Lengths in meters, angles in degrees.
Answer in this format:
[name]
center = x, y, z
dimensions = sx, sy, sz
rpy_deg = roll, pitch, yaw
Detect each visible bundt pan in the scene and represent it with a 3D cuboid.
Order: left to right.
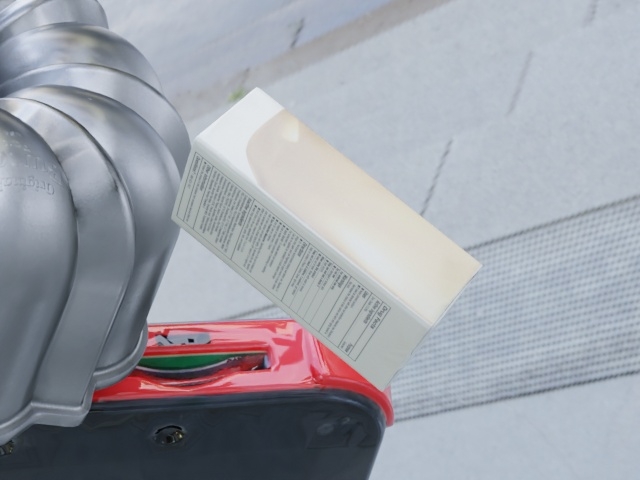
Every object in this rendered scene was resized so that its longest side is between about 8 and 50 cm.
[bundt pan]
center = -0.202, -0.065, 0.528
dimensions = 0.124, 0.331, 0.331
rpy_deg = -56, 37, 26

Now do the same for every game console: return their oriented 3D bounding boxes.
[game console]
center = -0.159, 0.182, 0.729
dimensions = 0.342, 0.386, 0.060
rpy_deg = 105, 158, -44

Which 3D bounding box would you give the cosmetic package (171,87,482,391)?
[cosmetic package]
center = 0.000, 0.000, 0.444
dimensions = 0.041, 0.115, 0.060
rpy_deg = -46, -9, -35
